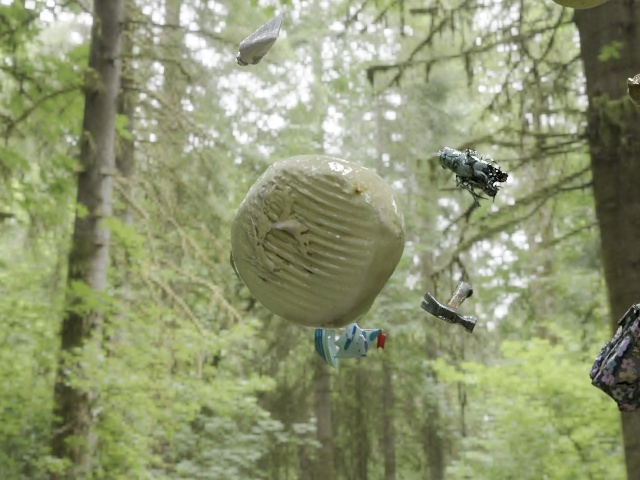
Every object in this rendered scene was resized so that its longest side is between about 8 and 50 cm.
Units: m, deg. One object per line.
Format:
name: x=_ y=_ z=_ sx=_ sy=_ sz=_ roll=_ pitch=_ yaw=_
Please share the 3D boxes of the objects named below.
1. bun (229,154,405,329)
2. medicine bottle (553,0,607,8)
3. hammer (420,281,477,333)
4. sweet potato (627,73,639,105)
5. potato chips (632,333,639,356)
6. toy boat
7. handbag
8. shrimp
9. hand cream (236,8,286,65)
bun: x=-0.002 y=-0.005 z=1.343 sx=0.272 sy=0.273 sz=0.168 roll=-9 pitch=5 yaw=26
medicine bottle: x=0.449 y=-0.467 z=1.407 sx=0.151 sy=0.151 sz=0.322 roll=-12 pitch=15 yaw=34
hammer: x=0.272 y=0.121 z=1.778 sx=0.111 sy=0.033 sz=0.287 roll=24 pitch=12 yaw=12
sweet potato: x=0.690 y=-0.294 z=1.684 sx=0.273 sy=0.075 sz=0.075 roll=-12 pitch=-12 yaw=-23
potato chips: x=0.473 y=0.183 z=1.105 sx=0.028 sy=0.207 sz=0.092 roll=-18 pitch=-41 yaw=-23
toy boat: x=0.051 y=0.189 z=1.634 sx=0.149 sy=0.105 sz=0.034 roll=22 pitch=9 yaw=28
handbag: x=0.510 y=0.148 z=1.308 sx=0.228 sy=0.127 sz=0.208 roll=5 pitch=-60 yaw=-38
shrimp: x=0.243 y=-0.116 z=1.505 sx=0.076 sy=0.082 sz=0.174 roll=19 pitch=11 yaw=-35
hand cream: x=-0.114 y=-0.389 z=1.750 sx=0.053 sy=0.084 sz=0.142 roll=33 pitch=-42 yaw=-28
